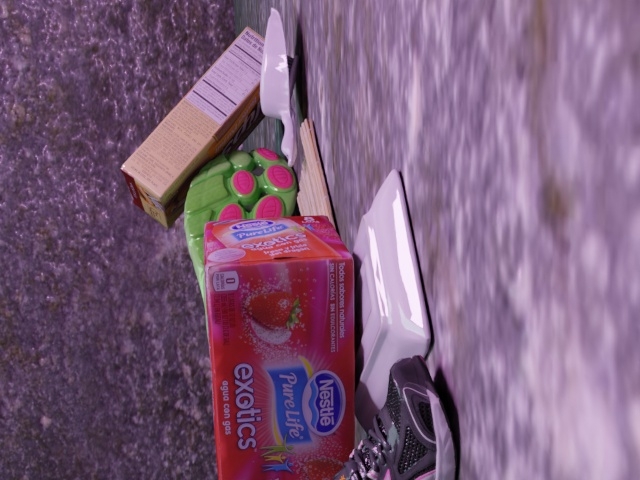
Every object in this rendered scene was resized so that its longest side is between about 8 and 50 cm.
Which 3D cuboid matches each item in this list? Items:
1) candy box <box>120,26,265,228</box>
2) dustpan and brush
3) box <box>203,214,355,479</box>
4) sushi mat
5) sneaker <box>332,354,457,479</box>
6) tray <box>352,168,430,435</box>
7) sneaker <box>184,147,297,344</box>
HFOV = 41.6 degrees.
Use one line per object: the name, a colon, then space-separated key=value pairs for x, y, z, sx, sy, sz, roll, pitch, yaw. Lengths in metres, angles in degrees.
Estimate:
candy box: x=-0.189 y=-0.183 z=1.404 sx=0.316 sy=0.087 sz=0.183 roll=-53 pitch=-3 yaw=-16
dustpan and brush: x=-0.051 y=-0.193 z=1.154 sx=0.147 sy=0.060 sz=0.211 roll=89 pitch=-172 yaw=-63
box: x=-0.038 y=0.116 z=0.761 sx=0.128 sy=0.122 sz=0.257 roll=-117 pitch=24 yaw=-70
sushi mat: x=0.000 y=0.000 z=1.038 sx=0.317 sy=0.019 sz=0.151 roll=-102 pitch=10 yaw=-45
sneaker: x=0.045 y=0.163 z=0.576 sx=0.072 sy=0.077 sz=0.178 roll=-111 pitch=19 yaw=-62
tray: x=0.043 y=0.069 z=0.718 sx=0.270 sy=0.030 sz=0.145 roll=101 pitch=164 yaw=-62
sneaker: x=-0.112 y=0.065 z=1.307 sx=0.202 sy=0.185 sz=0.483 roll=95 pitch=172 yaw=-60
